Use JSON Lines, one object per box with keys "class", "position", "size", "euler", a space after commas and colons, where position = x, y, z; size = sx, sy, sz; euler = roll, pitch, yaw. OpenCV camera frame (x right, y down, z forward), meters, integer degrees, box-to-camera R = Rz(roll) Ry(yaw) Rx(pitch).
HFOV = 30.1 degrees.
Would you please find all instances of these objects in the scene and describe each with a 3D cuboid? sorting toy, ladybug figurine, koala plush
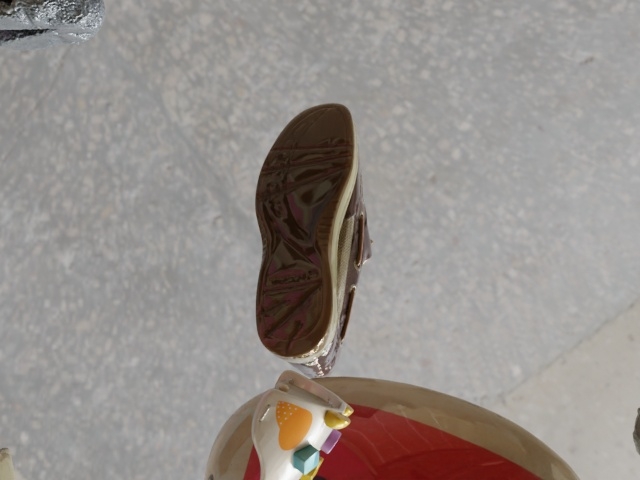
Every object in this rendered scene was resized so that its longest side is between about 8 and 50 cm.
{"class": "sorting toy", "position": [-0.018, 0.112, 0.612], "size": [0.045, 0.083, 0.075], "euler": [25, 92, 4]}
{"class": "ladybug figurine", "position": [0.067, 0.299, 1.240], "size": [0.449, 0.162, 0.305], "euler": [1, 118, 25]}
{"class": "koala plush", "position": [-0.389, -0.391, 1.632], "size": [0.203, 0.196, 0.221], "euler": [-1, 83, 19]}

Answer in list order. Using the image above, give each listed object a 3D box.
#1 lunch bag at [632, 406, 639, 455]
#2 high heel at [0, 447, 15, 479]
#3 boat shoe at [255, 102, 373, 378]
{"class": "lunch bag", "position": [0.427, 0.212, 0.993], "size": [0.256, 0.305, 0.212], "euler": [-19, 125, 3]}
{"class": "high heel", "position": [-0.442, 0.338, 1.311], "size": [0.186, 0.261, 0.093], "euler": [-20, 120, 18]}
{"class": "boat shoe", "position": [0.000, 0.000, 1.411], "size": [0.123, 0.342, 0.123], "euler": [-10, 148, 20]}
